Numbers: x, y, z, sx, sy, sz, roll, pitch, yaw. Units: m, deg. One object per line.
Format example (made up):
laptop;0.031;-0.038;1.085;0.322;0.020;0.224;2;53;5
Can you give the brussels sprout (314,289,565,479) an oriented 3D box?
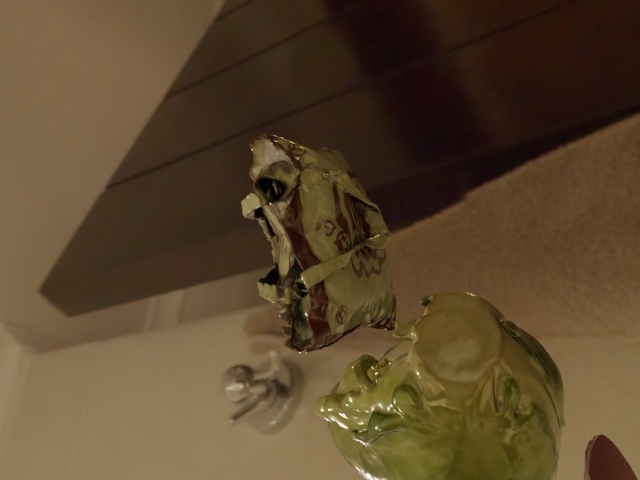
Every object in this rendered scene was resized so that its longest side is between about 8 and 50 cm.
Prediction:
brussels sprout;0.177;0.226;1.371;0.315;0.371;0.276;34;-116;12

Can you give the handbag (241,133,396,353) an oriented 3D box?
handbag;0.000;0.000;1.027;0.235;0.127;0.213;-4;-102;-68

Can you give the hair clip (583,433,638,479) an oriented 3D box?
hair clip;0.171;0.169;0.572;0.137;0.022;0.054;68;-152;-25
